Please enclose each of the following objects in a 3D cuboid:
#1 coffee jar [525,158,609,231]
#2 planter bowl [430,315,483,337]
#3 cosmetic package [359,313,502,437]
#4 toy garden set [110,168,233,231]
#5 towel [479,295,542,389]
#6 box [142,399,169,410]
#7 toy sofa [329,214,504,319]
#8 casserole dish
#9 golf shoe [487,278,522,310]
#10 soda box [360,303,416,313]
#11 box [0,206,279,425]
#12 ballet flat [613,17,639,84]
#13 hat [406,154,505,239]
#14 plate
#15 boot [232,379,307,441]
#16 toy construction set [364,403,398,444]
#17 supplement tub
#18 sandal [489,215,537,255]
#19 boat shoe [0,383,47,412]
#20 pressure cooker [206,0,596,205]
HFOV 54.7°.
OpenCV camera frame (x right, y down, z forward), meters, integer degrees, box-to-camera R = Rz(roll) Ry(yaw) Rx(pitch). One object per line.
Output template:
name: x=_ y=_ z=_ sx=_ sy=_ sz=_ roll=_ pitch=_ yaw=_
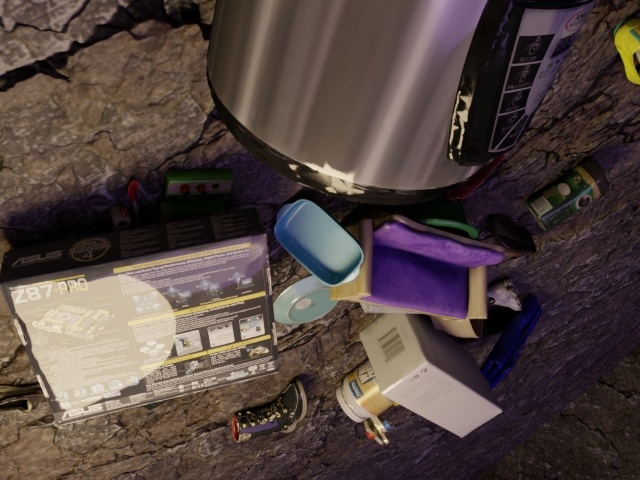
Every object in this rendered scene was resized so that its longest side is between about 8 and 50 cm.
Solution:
coffee jar: x=0.581 y=-0.107 z=1.451 sx=0.184 sy=0.079 sz=0.096 roll=-36 pitch=142 yaw=13
planter bowl: x=0.349 y=0.179 z=1.614 sx=0.109 sy=0.162 sz=0.162 roll=-13 pitch=153 yaw=27
cosmetic package: x=0.299 y=0.354 z=1.661 sx=0.156 sy=0.217 sz=0.385 roll=-40 pitch=127 yaw=17
toy garden set: x=-0.264 y=-0.009 z=1.029 sx=0.203 sy=0.049 sz=0.244 roll=-5 pitch=139 yaw=-30
towel: x=0.571 y=0.333 z=1.891 sx=0.308 sy=0.076 sz=0.228 roll=-43 pitch=157 yaw=-37
box: x=-0.330 y=0.219 z=1.232 sx=0.184 sy=0.103 sz=0.261 roll=-25 pitch=145 yaw=0
toy sofa: x=0.207 y=0.068 z=1.266 sx=0.362 sy=0.150 sz=0.177 roll=14 pitch=162 yaw=-35
casserole dish: x=0.000 y=0.000 z=1.148 sx=0.114 sy=0.188 sz=0.037 roll=-47 pitch=-179 yaw=28
golf shoe: x=0.530 y=0.161 z=1.793 sx=0.086 sy=0.069 sz=0.176 roll=-18 pitch=147 yaw=22
soda box: x=0.209 y=0.109 z=1.459 sx=0.286 sy=0.098 sz=0.091 roll=6 pitch=132 yaw=-40
box: x=-0.275 y=0.130 z=1.027 sx=0.394 sy=0.097 sz=0.318 roll=-12 pitch=128 yaw=-12
ballet flat: x=0.625 y=-0.341 z=1.182 sx=0.077 sy=0.077 sz=0.231 roll=-44 pitch=142 yaw=21
hat: x=0.250 y=-0.097 z=1.290 sx=0.208 sy=0.184 sz=0.173 roll=10 pitch=165 yaw=-20
plate: x=-0.020 y=0.142 z=1.411 sx=0.188 sy=0.024 sz=0.188 roll=-18 pitch=145 yaw=-13
boot: x=-0.141 y=0.478 z=1.708 sx=0.178 sy=0.085 sz=0.236 roll=-6 pitch=140 yaw=-25
toy construction set: x=0.240 y=0.486 z=1.937 sx=0.328 sy=0.151 sz=0.215 roll=-47 pitch=143 yaw=7
supplement tub: x=0.158 y=0.416 z=1.777 sx=0.199 sy=0.144 sz=0.144 roll=-40 pitch=143 yaw=17
sandal: x=0.466 y=-0.002 z=1.526 sx=0.060 sy=0.090 sz=0.219 roll=-24 pitch=159 yaw=34
boat shoe: x=-0.584 y=0.319 z=1.233 sx=0.152 sy=0.049 sz=0.056 roll=7 pitch=132 yaw=-40
pressure cooker: x=0.082 y=-0.291 z=0.628 sx=0.375 sy=0.370 sz=0.420 roll=6 pitch=134 yaw=-16
